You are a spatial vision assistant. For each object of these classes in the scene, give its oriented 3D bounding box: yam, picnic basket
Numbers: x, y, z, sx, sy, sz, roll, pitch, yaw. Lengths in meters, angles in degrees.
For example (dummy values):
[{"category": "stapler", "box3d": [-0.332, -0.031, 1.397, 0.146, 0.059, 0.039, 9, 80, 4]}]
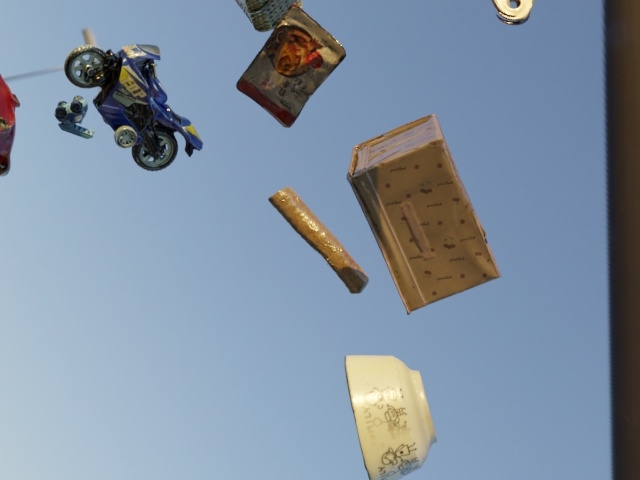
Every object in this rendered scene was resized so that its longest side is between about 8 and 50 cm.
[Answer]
[{"category": "yam", "box3d": [0.000, 0.000, 1.887, 0.299, 0.066, 0.066, 49, -37, 5]}, {"category": "picnic basket", "box3d": [-0.132, -0.590, 1.849, 0.154, 0.134, 0.196, 55, -8, 33]}]

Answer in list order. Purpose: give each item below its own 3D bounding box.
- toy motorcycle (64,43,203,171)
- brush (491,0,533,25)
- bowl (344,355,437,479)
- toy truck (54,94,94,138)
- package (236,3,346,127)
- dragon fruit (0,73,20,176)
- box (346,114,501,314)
[{"category": "toy motorcycle", "box3d": [-0.337, -0.262, 1.569, 0.113, 0.169, 0.315, 50, -5, 47]}, {"category": "brush", "box3d": [0.201, -0.419, 1.145, 0.312, 0.072, 0.067, 62, -3, 13]}, {"category": "bowl", "box3d": [0.126, 0.300, 1.441, 0.238, 0.126, 0.237, -15, 90, -86]}, {"category": "toy truck", "box3d": [-0.517, -0.255, 1.764, 0.056, 0.073, 0.090, -107, 176, -62]}, {"category": "package", "box3d": [-0.063, -0.362, 1.757, 0.154, 0.030, 0.239, 41, -53, -2]}, {"category": "dragon fruit", "box3d": [-0.605, -0.177, 1.304, 0.198, 0.269, 0.200, 39, -36, 49]}, {"category": "box", "box3d": [0.197, -0.055, 1.592, 0.191, 0.225, 0.297, -21, -73, 11]}]
